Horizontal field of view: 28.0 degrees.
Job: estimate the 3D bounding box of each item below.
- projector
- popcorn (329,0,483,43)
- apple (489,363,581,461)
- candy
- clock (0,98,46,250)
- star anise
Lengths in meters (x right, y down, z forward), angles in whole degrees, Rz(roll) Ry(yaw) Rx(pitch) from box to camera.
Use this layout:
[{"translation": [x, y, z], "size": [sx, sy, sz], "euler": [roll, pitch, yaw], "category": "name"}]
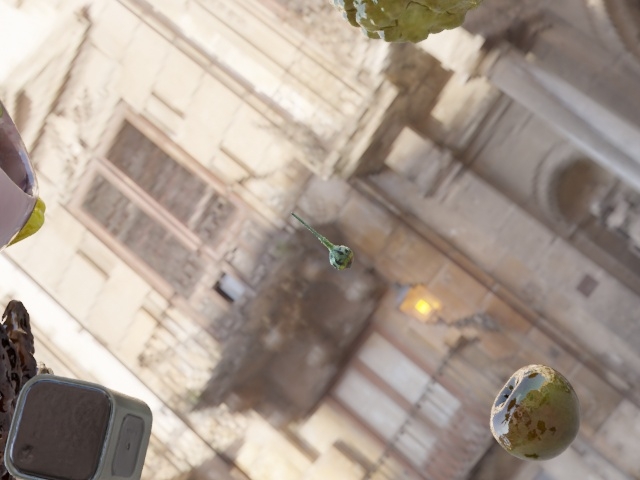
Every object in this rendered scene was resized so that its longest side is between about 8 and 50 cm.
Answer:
[{"translation": [-0.188, 0.155, 1.011], "size": [0.082, 0.083, 0.083], "euler": [47, -127, -70], "category": "projector"}, {"translation": [0.102, -0.323, 1.416], "size": [0.218, 0.189, 0.169], "euler": [-23, -19, 16], "category": "popcorn"}, {"translation": [0.200, 0.159, 1.192], "size": [0.089, 0.074, 0.090], "euler": [-159, 90, -79], "category": "apple"}, {"translation": [0.000, 0.000, 1.335], "size": [0.025, 0.083, 0.023], "euler": [-43, 11, 48], "category": "candy"}, {"translation": [-0.488, -0.125, 1.335], "size": [0.250, 0.368, 0.377], "euler": [-28, -41, -1], "category": "clock"}, {"translation": [-0.325, 0.200, 1.263], "size": [0.288, 0.088, 0.288], "euler": [12, -90, -79], "category": "star anise"}]
